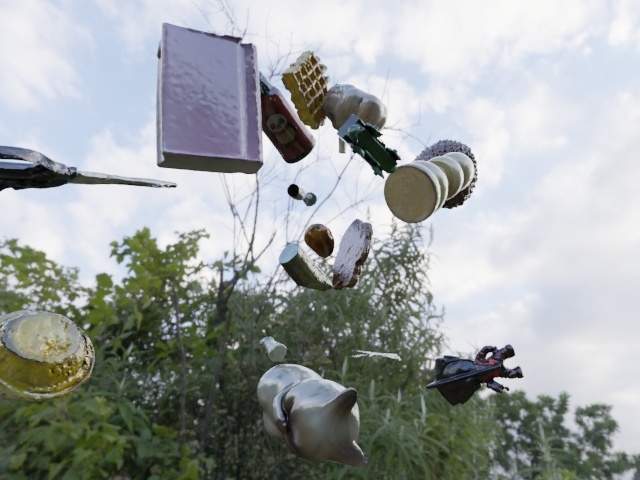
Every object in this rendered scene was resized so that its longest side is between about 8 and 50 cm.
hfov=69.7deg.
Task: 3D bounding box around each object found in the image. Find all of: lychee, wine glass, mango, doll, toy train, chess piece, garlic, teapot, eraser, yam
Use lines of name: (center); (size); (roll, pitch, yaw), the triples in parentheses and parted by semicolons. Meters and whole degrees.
lychee: (0.459, -0.251, 1.718); (0.268, 0.267, 0.267); (8, -35, 6)
wine glass: (-0.072, -0.179, 1.815); (0.066, 0.066, 0.198); (0, -5, 17)
mango: (0.000, 0.000, 1.286); (0.077, 0.063, 0.127); (-22, -48, 10)
doll: (-0.040, 0.455, 1.226); (0.226, 0.214, 0.370); (-1, -3, -19)
doll: (0.400, 0.356, 1.215); (0.249, 0.127, 0.088); (-23, -46, 6)
toy train: (0.101, -0.197, 0.961); (0.070, 0.099, 0.172); (-48, -42, 8)
chess piece: (0.328, -0.164, 1.294); (0.167, 0.300, 0.167); (21, -57, 38)
garlic: (0.096, -0.386, 1.493); (0.219, 0.212, 0.218); (24, 6, -3)
teapot: (-0.141, 0.321, 1.377); (0.067, 0.057, 0.083); (2, 13, -36)
eraser: (-0.299, -0.370, 1.237); (0.272, 0.359, 0.122); (0, -12, -26)
yam: (-0.051, 0.118, 1.642); (0.106, 0.106, 0.259); (-12, -46, 30)

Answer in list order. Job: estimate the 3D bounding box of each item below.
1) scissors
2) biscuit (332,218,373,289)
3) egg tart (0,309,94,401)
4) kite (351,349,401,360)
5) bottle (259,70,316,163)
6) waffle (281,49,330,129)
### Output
scissors: (-0.283, -0.072, 0.540); (0.109, 0.022, 0.300); (-15, -6, 28)
biscuit: (0.104, 0.043, 1.424); (0.041, 0.290, 0.208); (24, -54, -14)
egg tart: (-0.480, 0.184, 0.788); (0.191, 0.191, 0.074); (28, -63, -22)
kite: (0.186, 0.401, 1.606); (0.229, 0.012, 0.250); (-4, -12, 44)
bottle: (-0.162, -0.435, 1.611); (0.144, 0.144, 0.336); (-16, -51, 34)
waffle: (-0.023, -0.492, 1.499); (0.057, 0.219, 0.229); (-1, -46, 32)
